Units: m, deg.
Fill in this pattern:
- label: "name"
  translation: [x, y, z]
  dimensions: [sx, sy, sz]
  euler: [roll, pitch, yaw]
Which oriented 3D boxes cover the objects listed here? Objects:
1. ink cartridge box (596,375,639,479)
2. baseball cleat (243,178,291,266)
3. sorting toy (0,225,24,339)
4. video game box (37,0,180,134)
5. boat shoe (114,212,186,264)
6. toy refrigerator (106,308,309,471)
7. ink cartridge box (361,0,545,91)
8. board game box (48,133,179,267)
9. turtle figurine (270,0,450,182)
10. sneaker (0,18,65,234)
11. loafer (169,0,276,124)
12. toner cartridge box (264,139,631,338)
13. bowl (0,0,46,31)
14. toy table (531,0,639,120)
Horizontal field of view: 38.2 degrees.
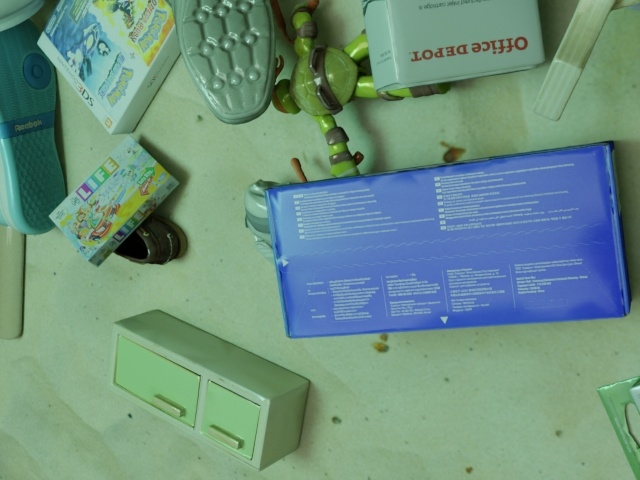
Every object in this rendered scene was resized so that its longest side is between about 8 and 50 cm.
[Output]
- label: "ink cartridge box"
  translation: [0.360, 0.164, 0.856]
  dimensions: [0.209, 0.062, 0.108]
  euler: [-28, 83, 36]
- label: "baseball cleat"
  translation: [0.000, 0.000, 1.083]
  dimensions: [0.206, 0.072, 0.109]
  euler: [29, 136, 25]
- label: "sorting toy"
  translation: [-0.556, 0.043, 1.493]
  dimensions: [0.208, 0.038, 0.192]
  euler: [16, 108, 27]
- label: "video game box"
  translation: [-0.272, -0.275, 1.219]
  dimensions: [0.187, 0.048, 0.205]
  euler: [48, 122, 15]
- label: "boat shoe"
  translation: [-0.279, -0.022, 1.261]
  dimensions: [0.207, 0.073, 0.073]
  euler: [20, 114, 32]
- label: "toy refrigerator"
  translation: [-0.155, 0.189, 1.203]
  dimensions: [0.270, 0.094, 0.102]
  euler: [21, 110, 30]
- label: "ink cartridge box"
  translation: [0.117, -0.254, 0.880]
  dimensions: [0.087, 0.153, 0.208]
  euler: [-165, 66, -77]
- label: "board game box"
  translation: [-0.273, -0.053, 1.219]
  dimensions: [0.154, 0.026, 0.103]
  euler: [-47, 59, -3]
- label: "turtle figurine"
  translation: [0.020, -0.191, 1.003]
  dimensions: [0.217, 0.087, 0.269]
  euler: [-17, 80, 31]
- label: "sneaker"
  translation: [-0.490, -0.168, 1.345]
  dimensions: [0.208, 0.127, 0.318]
  euler: [4, 101, 33]
- label: "loafer"
  translation: [-0.115, -0.270, 1.050]
  dimensions: [0.112, 0.111, 0.319]
  euler: [-11, 72, -3]
- label: "toner cartridge box"
  translation: [0.124, 0.003, 0.934]
  dimensions: [0.348, 0.075, 0.165]
  euler: [-6, 95, 22]
- label: "bowl"
  translation: [-0.452, -0.362, 1.220]
  dimensions: [0.298, 0.298, 0.134]
  euler: [17, 140, 31]
- label: "toy table"
  translation: [0.244, -0.229, 0.738]
  dimensions: [0.274, 0.160, 0.252]
  euler: [18, 145, 18]
